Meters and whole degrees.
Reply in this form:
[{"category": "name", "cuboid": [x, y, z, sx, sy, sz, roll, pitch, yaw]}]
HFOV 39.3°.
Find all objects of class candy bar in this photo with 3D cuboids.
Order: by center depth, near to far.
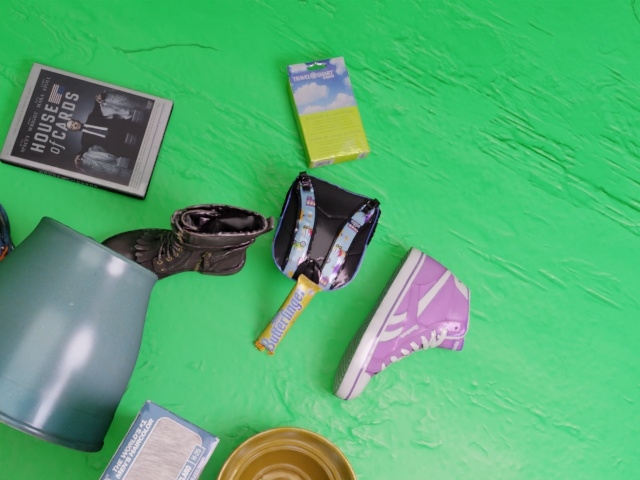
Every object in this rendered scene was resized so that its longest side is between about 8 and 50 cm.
[{"category": "candy bar", "cuboid": [-0.053, 0.118, 1.401, 0.040, 0.018, 0.161, 31, 117, -7]}]

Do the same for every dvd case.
[{"category": "dvd case", "cuboid": [-0.380, -0.179, 1.470, 0.239, 0.029, 0.179, 15, 73, -6]}]

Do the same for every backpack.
[{"category": "backpack", "cuboid": [0.000, 0.000, 1.438, 0.158, 0.117, 0.173, 20, 72, -4]}]

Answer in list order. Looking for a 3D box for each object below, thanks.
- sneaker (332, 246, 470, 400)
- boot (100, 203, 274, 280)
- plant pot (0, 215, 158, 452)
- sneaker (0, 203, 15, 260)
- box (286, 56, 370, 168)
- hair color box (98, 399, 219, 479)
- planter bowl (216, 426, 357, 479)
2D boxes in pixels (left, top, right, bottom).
[{"category": "sneaker", "cuboid": [0.144, 0.160, 1.430, 0.161, 0.102, 0.282, 35, 72, -2]}, {"category": "boot", "cuboid": [-0.211, -0.006, 1.346, 0.263, 0.229, 0.091, -3, 76, -10]}, {"category": "plant pot", "cuboid": [-0.365, 0.115, 1.246, 0.272, 0.271, 0.255, 28, 82, -1]}, {"category": "sneaker", "cuboid": [-0.498, 0.026, 1.364, 0.083, 0.087, 0.221, -24, 80, -14]}, {"category": "box", "cuboid": [0.010, -0.220, 1.538, 0.109, 0.042, 0.178, -12, 77, -13]}, {"category": "hair color box", "cuboid": [-0.229, 0.323, 1.192, 0.105, 0.347, 0.173, 30, 73, -1]}, {"category": "planter bowl", "cuboid": [-0.055, 0.390, 1.337, 0.217, 0.090, 0.217, 2, 75, -8]}]
